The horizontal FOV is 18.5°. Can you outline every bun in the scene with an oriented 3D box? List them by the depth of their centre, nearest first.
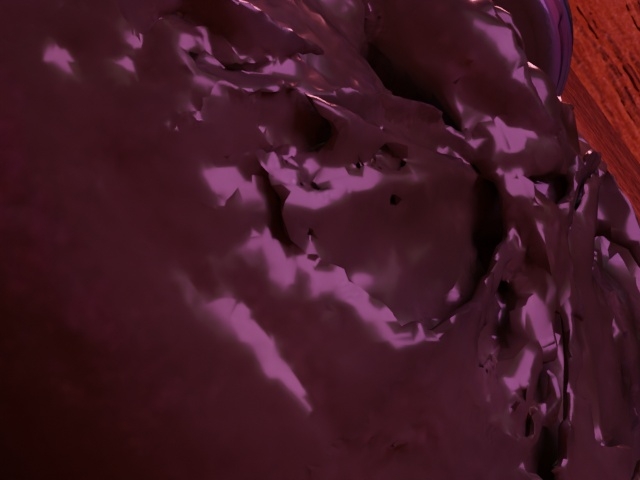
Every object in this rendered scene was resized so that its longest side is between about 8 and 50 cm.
[{"bbox_3d":[0.000,0.000,0.497,0.287,0.146,0.287,52,12,-16],"label":"bun"}]

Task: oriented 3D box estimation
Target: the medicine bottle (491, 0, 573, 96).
[{"bbox_3d":[0.071,-0.107,1.071,0.135,0.135,0.168,52,12,-2],"label":"medicine bottle"}]
